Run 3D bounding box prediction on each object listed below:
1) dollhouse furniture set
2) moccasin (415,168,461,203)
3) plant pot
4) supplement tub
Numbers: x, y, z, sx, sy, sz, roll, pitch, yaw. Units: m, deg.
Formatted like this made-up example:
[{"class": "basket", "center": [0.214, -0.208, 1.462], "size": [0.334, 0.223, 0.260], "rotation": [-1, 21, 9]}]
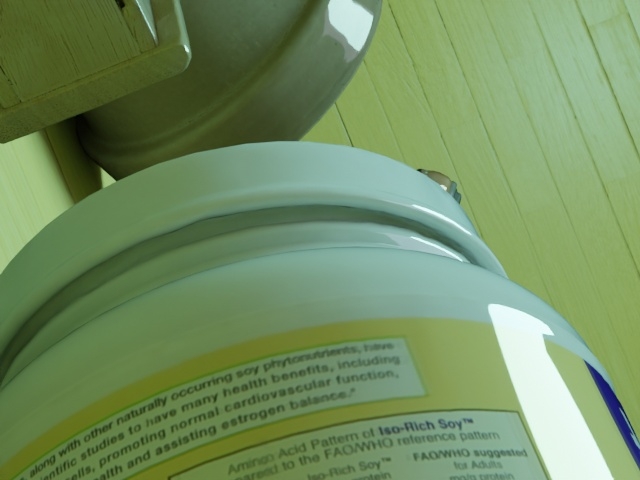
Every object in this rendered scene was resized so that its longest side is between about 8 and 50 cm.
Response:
[{"class": "dollhouse furniture set", "center": [-0.120, -0.064, 0.387], "size": [0.182, 0.161, 0.101], "rotation": [-107, 175, -52]}, {"class": "moccasin", "center": [0.001, -0.003, 1.214], "size": [0.147, 0.139, 0.380], "rotation": [31, -18, -21]}, {"class": "plant pot", "center": [-0.123, -0.194, 0.878], "size": [0.229, 0.263, 0.263], "rotation": [44, 16, -34]}, {"class": "supplement tub", "center": [0.009, 0.154, 0.370], "size": [0.241, 0.241, 0.331], "rotation": [65, 4, -49]}]
